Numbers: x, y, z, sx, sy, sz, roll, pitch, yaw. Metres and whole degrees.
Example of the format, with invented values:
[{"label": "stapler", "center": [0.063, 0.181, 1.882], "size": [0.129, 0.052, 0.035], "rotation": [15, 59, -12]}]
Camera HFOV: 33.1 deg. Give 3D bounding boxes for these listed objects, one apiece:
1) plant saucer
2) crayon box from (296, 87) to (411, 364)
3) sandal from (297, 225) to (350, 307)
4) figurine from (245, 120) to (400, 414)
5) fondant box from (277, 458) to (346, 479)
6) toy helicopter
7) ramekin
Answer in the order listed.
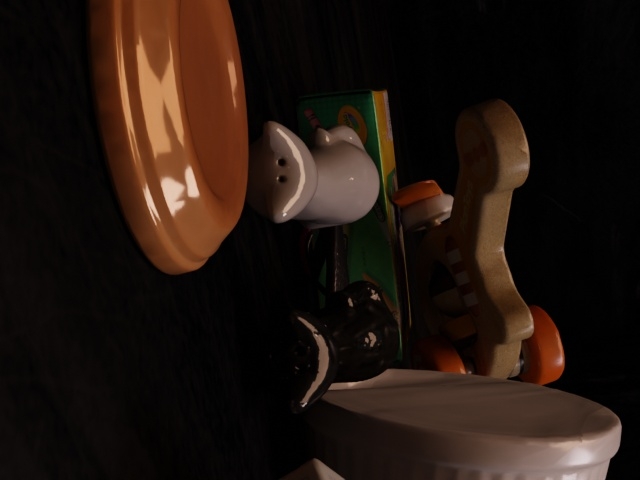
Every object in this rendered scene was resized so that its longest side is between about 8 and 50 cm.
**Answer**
[{"label": "plant saucer", "center": [-0.074, -0.082, 0.581], "size": [0.200, 0.037, 0.200], "rotation": [-6, 90, -81]}, {"label": "crayon box", "center": [0.040, -0.020, 1.140], "size": [0.165, 0.081, 0.278], "rotation": [-46, 130, -78]}, {"label": "sandal", "center": [0.000, 0.000, 1.007], "size": [0.067, 0.040, 0.179], "rotation": [63, 20, -65]}, {"label": "figurine", "center": [-0.007, 0.014, 0.817], "size": [0.209, 0.092, 0.214], "rotation": [-7, 90, -77]}, {"label": "fondant box", "center": [0.068, 0.298, 0.515], "size": [0.238, 0.096, 0.330], "rotation": [46, 15, -46]}, {"label": "toy helicopter", "center": [0.146, -0.007, 1.067], "size": [0.355, 0.140, 0.235], "rotation": [91, -21, -49]}, {"label": "ramekin", "center": [0.110, 0.193, 0.908], "size": [0.273, 0.273, 0.127], "rotation": [-18, 114, -81]}]
